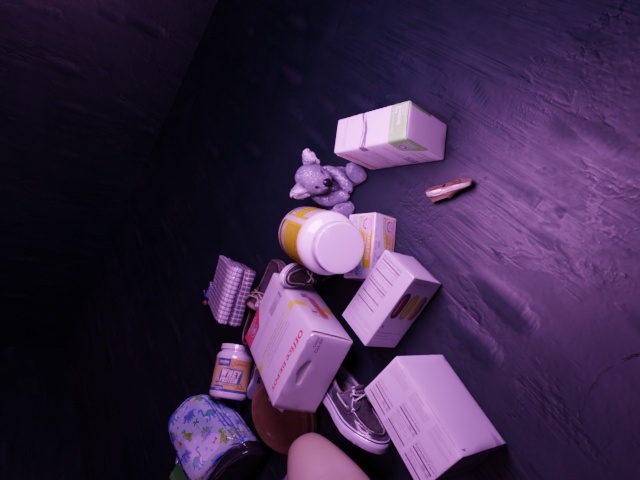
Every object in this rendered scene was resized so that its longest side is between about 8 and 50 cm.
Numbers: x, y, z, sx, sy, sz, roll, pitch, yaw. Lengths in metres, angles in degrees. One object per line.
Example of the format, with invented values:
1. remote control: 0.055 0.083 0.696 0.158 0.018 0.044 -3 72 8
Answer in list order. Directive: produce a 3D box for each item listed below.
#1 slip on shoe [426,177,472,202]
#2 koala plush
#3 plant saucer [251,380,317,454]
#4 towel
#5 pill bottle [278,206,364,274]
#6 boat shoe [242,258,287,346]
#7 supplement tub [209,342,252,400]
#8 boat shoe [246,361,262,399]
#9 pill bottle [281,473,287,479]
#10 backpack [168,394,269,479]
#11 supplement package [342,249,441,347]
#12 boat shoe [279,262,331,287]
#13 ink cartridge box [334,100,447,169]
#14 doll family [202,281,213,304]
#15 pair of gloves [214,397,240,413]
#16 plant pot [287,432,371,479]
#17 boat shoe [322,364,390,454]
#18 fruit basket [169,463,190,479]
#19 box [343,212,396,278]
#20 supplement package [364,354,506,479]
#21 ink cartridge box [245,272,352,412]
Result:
1. slip on shoe: 0.364 -0.139 1.293 0.135 0.051 0.041 -15 109 36
2. koala plush: -0.001 -0.195 1.557 0.203 0.221 0.196 25 99 47
3. plant saucer: -0.135 0.601 1.574 0.277 0.041 0.278 1 93 32
4. towel: -0.359 0.202 1.857 0.283 0.121 0.235 17 93 68
5. pill bottle: 0.000 0.000 1.383 0.334 0.187 0.188 -157 82 -70
6. boat shoe: -0.208 0.244 1.735 0.132 0.130 0.356 8 87 46
7. supplement tub: -0.344 0.512 1.791 0.144 0.144 0.200 -13 62 44
8. boat shoe: -0.235 0.519 1.755 0.083 0.065 0.184 -94 20 -61
9. pill bottle: -0.102 0.840 1.482 0.219 0.122 0.123 -56 47 22
10. backpack: -0.409 0.748 1.730 0.290 0.273 0.355 -47 38 2
11. supplement package: 0.200 0.170 1.315 0.244 0.139 0.134 -59 44 19
12. boat shoe: -0.041 0.109 1.530 0.070 0.219 0.078 5 102 43
13. ink cartridge box: 0.207 -0.304 1.381 0.272 0.198 0.115 0 80 46
14. doll family: -0.463 0.267 2.048 0.193 0.075 0.112 38 112 50
15. pair of gloves: -0.377 0.632 1.898 0.198 0.023 0.160 30 103 45
16. plant pot: 0.005 0.703 1.338 0.257 0.256 0.274 -68 27 10
17. boat shoe: 0.092 0.480 1.365 0.335 0.121 0.119 35 110 47
18. fruit basket: -0.498 1.054 1.859 0.327 0.165 0.354 28 116 47
19. box: 0.155 0.023 1.425 0.114 0.103 0.203 -3 78 47
20. supplement package: 0.275 0.429 1.123 0.145 0.203 0.262 -54 47 26
21. ink cartridge box: -0.087 0.323 1.502 0.279 0.160 0.385 -64 29 12
